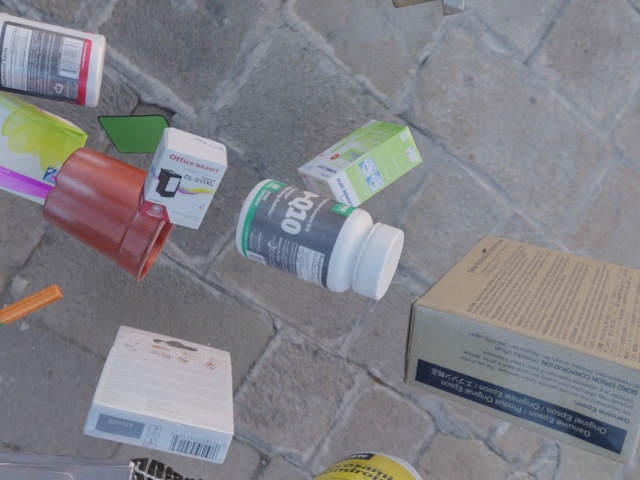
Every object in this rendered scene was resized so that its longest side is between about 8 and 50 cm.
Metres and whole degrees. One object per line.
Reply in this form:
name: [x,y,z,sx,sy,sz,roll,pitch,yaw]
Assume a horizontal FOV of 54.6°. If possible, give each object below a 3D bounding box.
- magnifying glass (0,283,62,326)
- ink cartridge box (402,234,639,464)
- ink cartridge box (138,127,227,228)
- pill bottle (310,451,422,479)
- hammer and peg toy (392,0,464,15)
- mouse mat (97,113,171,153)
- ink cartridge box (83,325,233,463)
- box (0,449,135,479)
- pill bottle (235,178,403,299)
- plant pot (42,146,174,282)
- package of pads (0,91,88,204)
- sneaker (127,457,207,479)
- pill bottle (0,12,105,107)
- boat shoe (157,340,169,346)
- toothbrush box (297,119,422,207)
magnifying glass: [-0.500,0.126,0.921,0.230,0.092,0.026,-25,79,-15]
ink cartridge box: [0.211,0.082,0.590,0.234,0.193,0.088,-29,128,-56]
ink cartridge box: [-0.276,-0.121,1.240,0.127,0.072,0.175,15,128,-24]
pill bottle: [0.031,0.227,0.488,0.103,0.184,0.103,-2,83,20]
hammer and peg toy: [0.114,-0.438,0.681,0.127,0.266,0.362,-8,111,11]
mouse mat: [-0.478,-0.281,1.652,0.189,0.153,0.007,0,59,9]
ink cartridge box: [-0.370,0.354,1.489,0.307,0.385,0.091,17,104,-14]
box: [-0.208,0.259,0.410,0.143,0.270,0.165,9,52,-11]
pill bottle: [0.000,0.000,1.472,0.360,0.204,0.204,19,93,17]
plant pot: [-0.494,-0.079,1.495,0.264,0.272,0.273,28,90,-8]
package of pads: [-0.769,-0.240,1.565,0.296,0.101,0.229,24,88,-35]
sneaker: [-0.260,0.442,1.041,0.208,0.081,0.094,27,99,-12]
pill bottle: [-0.676,-0.426,1.446,0.318,0.176,0.177,8,96,-19]
boat shoe: [-0.453,0.384,1.797,0.081,0.079,0.228,-14,131,-5]
toothbrush box: [0.109,-0.214,1.764,0.283,0.206,0.122,-36,117,-11]
